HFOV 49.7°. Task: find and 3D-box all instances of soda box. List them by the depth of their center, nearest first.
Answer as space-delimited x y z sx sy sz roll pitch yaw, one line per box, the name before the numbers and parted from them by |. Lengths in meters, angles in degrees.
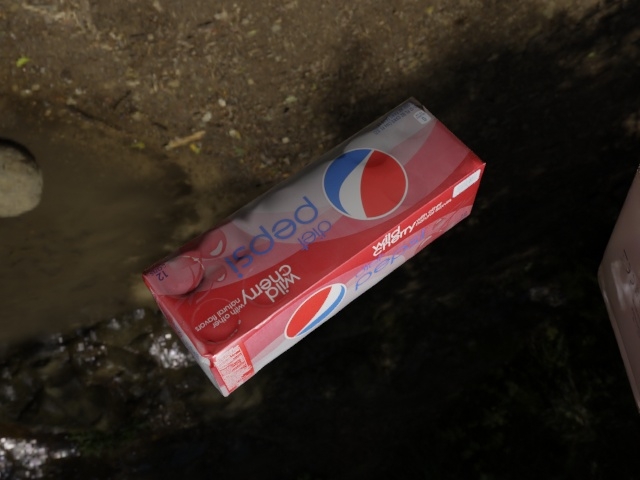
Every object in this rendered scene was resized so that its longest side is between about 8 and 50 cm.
soda box | 0.000 0.000 0.547 0.263 0.092 0.083 -35 157 -16

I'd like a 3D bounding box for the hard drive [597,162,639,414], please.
hard drive | 0.275 0.038 0.504 0.040 0.210 0.318 -8 150 6
